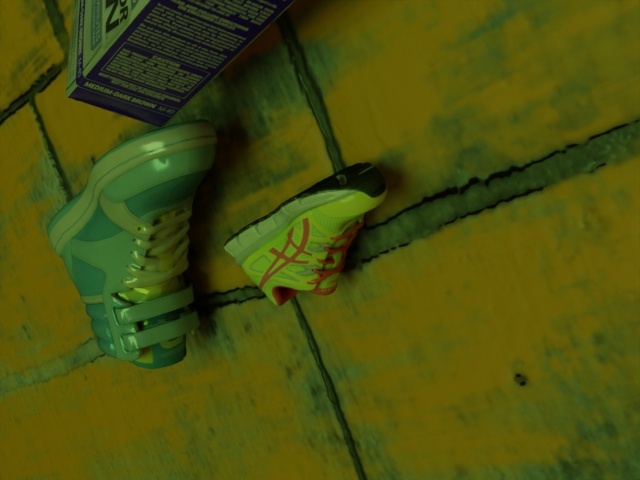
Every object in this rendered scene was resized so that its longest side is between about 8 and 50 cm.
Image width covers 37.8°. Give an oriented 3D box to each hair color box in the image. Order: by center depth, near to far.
[{"bbox_3d":[-0.092,-0.258,0.770,0.339,0.110,0.185,-31,53,43],"label":"hair color box"}]

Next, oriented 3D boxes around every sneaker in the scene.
[{"bbox_3d":[0.000,0.000,0.846,0.208,0.081,0.094,-31,89,51],"label":"sneaker"},{"bbox_3d":[-0.165,0.018,0.970,0.319,0.127,0.208,-34,78,54],"label":"sneaker"}]
